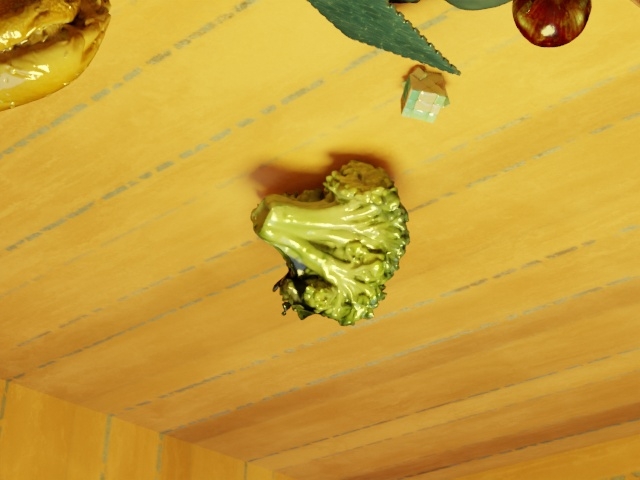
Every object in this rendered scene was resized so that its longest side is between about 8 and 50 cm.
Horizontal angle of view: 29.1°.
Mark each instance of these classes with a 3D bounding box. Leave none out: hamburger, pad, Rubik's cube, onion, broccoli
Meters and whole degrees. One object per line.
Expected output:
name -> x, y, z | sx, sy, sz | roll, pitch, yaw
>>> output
hamburger -> -0.459, -0.300, 1.797 | 0.314, 0.290, 0.170 | -10, 121, 11
pad -> 0.050, -0.336, 1.795 | 0.270, 0.012, 0.269 | 29, 176, 47
Rubik's cube -> 0.174, -0.245, 2.067 | 0.084, 0.073, 0.075 | 22, 129, -24
onion -> 0.345, -0.342, 1.839 | 0.117, 0.118, 0.118 | -2, 152, 15
broccoli -> 0.005, 0.001, 2.294 | 0.281, 0.293, 0.348 | 18, 147, -26

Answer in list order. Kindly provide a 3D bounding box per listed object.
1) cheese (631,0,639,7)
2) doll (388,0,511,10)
cheese -> 0.439, -0.423, 1.644 | 0.128, 0.203, 0.177 | 27, 114, -35
doll -> 0.175, -0.406, 1.705 | 0.259, 0.154, 0.228 | -6, 148, 0
